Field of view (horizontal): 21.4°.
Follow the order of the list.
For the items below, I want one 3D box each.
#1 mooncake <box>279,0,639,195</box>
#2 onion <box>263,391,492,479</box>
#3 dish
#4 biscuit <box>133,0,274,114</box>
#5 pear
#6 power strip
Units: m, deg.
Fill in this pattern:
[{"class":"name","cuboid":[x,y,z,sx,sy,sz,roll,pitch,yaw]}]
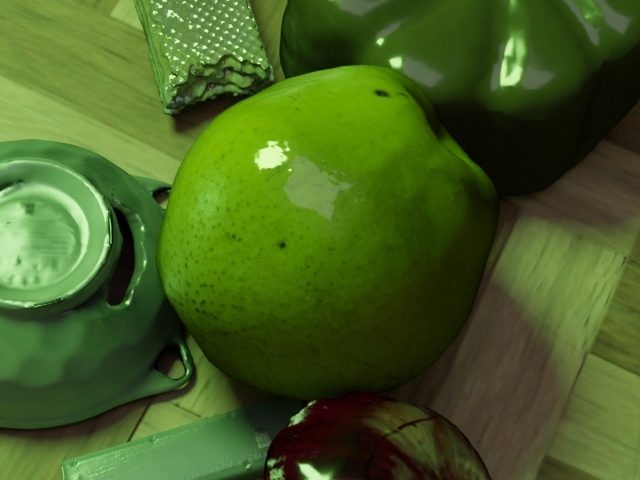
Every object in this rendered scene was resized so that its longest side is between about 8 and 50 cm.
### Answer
[{"class":"mooncake","cuboid":[0.143,-0.238,1.607,0.379,0.200,0.378,3,63,-6]},{"class":"onion","cuboid":[0.035,0.252,1.353,0.252,0.219,0.252,35,44,-42]},{"class":"dish","cuboid":[-0.247,0.018,1.469,0.303,0.120,0.303,3,63,-5]},{"class":"biscuit","cuboid":[-0.127,-0.233,1.644,0.108,0.062,0.238,-12,65,-12]},{"class":"pear","cuboid":[0.000,0.000,1.424,0.294,0.294,0.294,3,63,-6]},{"class":"power strip","cuboid":[-0.103,0.185,1.456,0.253,0.027,0.060,-15,66,-15]}]
